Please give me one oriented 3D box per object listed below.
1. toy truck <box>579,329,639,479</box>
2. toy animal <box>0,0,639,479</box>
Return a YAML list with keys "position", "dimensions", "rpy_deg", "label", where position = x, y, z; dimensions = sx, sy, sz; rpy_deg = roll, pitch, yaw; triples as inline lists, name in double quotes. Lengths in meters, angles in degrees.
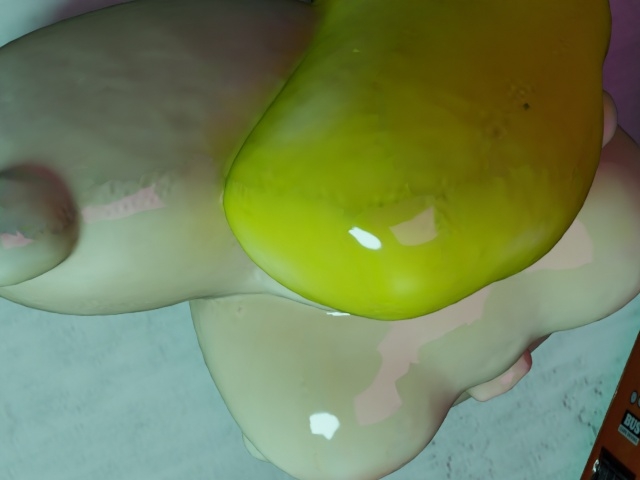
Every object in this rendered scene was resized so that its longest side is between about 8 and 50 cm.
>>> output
- position: [0.204, 0.136, 0.871]
  dimensions: [0.114, 0.107, 0.252]
  rpy_deg: [19, 98, -16]
  label: "toy truck"
- position: [0.003, 0.011, 0.721]
  dimensions: [0.345, 0.277, 0.246]
  rpy_deg: [-20, 121, -10]
  label: "toy animal"
